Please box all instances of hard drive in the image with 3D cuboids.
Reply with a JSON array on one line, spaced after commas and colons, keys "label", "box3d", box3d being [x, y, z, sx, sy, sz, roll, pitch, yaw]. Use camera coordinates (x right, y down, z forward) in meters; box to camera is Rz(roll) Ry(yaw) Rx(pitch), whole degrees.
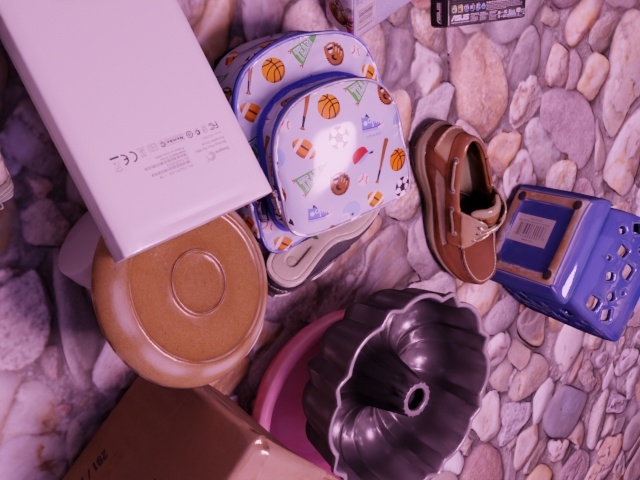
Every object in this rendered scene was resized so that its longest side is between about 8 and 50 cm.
[{"label": "hard drive", "box3d": [-0.201, -0.154, 0.783, 0.203, 0.040, 0.308, -28, 92, -39]}]

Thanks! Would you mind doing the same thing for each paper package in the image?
[{"label": "paper package", "box3d": [-0.186, 0.347, 0.888, 0.168, 0.309, 0.325, 42, 77, -35]}]

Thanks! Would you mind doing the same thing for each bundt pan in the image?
[{"label": "bundt pan", "box3d": [0.105, 0.217, 1.095, 0.330, 0.124, 0.331, -13, 111, -35]}]

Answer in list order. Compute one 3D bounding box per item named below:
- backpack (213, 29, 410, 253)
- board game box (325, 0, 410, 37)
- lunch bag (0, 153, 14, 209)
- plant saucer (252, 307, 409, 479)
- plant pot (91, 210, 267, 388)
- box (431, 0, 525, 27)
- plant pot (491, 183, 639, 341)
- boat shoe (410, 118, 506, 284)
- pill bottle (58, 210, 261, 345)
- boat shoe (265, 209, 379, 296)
[{"label": "backpack", "box3d": [-0.021, -0.139, 0.943, 0.276, 0.213, 0.264, -26, 109, -27]}, {"label": "board game box", "box3d": [0.140, -0.451, 0.910, 0.318, 0.066, 0.319, -37, 161, -13]}, {"label": "lunch bag", "box3d": [-0.420, -0.135, 0.622, 0.256, 0.212, 0.305, -33, 125, -46]}, {"label": "plant saucer", "box3d": [0.018, 0.261, 1.175, 0.332, 0.084, 0.332, -13, 112, -36]}, {"label": "plant pot", "box3d": [-0.145, 0.049, 0.824, 0.236, 0.032, 0.237, 11, 74, -42]}, {"label": "box", "box3d": [0.258, -0.446, 1.164, 0.190, 0.045, 0.184, -19, 113, -32]}, {"label": "plant pot", "box3d": [0.462, 0.025, 1.367, 0.212, 0.236, 0.236, 26, 88, -34]}, {"label": "boat shoe", "box3d": [0.250, -0.051, 1.235, 0.122, 0.119, 0.324, -40, 125, -22]}, {"label": "pill bottle", "box3d": [-0.195, 0.059, 0.900, 0.245, 0.136, 0.136, 42, 77, -39]}, {"label": "boat shoe", "box3d": [0.000, 0.000, 1.095, 0.233, 0.084, 0.079, -41, 164, -30]}]
